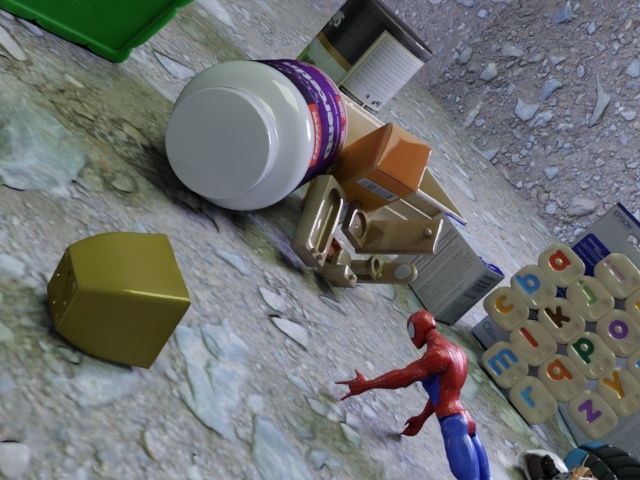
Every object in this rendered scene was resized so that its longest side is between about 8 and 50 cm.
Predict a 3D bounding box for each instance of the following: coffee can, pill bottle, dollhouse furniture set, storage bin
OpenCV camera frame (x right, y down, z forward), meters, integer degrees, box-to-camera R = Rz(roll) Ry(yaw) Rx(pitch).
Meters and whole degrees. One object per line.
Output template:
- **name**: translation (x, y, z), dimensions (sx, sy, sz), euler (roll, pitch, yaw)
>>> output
- **coffee can**: translation (0.059, -0.336, 1.591), dimensions (0.201, 0.275, 0.201), euler (39, 19, -16)
- **pill bottle**: translation (-0.078, -0.142, 1.030), dimensions (0.181, 0.181, 0.323), euler (44, 18, 0)
- **dollhouse furniture set**: translation (0.066, -0.009, 1.056), dimensions (0.151, 0.123, 0.144), euler (52, 49, -45)
- **storage bin**: translation (0.096, -0.122, 1.448), dimensions (0.260, 0.123, 0.262), euler (29, 24, -40)

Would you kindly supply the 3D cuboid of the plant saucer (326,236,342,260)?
- **plant saucer**: translation (0.000, 0.000, 1.155), dimensions (0.083, 0.013, 0.083), euler (40, 19, -17)

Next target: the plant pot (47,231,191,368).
- **plant pot**: translation (-0.164, 0.043, 0.621), dimensions (0.083, 0.081, 0.081), euler (12, 35, -38)

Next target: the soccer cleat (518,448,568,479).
- **soccer cleat**: translation (0.320, 0.347, 1.013), dimensions (0.076, 0.068, 0.196), euler (23, 20, -37)

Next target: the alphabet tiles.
- **alphabet tiles**: translation (0.403, 0.154, 1.254), dimensions (0.278, 0.284, 0.021), euler (53, 5, 21)

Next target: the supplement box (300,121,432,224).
- **supplement box**: translation (0.059, -0.091, 1.152), dimensions (0.080, 0.078, 0.233), euler (29, -21, -21)

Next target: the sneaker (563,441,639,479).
- **sneaker**: translation (0.439, 0.426, 1.058), dimensions (0.341, 0.125, 0.140), euler (59, -4, 45)

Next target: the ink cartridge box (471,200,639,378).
- **ink cartridge box**: translation (0.430, 0.106, 1.329), dimensions (0.165, 0.332, 0.065), euler (54, 21, 22)

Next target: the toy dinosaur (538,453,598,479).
- **toy dinosaur**: translation (0.294, 0.330, 0.810), dimensions (0.322, 0.164, 0.218), euler (28, 28, -47)

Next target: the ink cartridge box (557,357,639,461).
- **ink cartridge box**: translation (0.566, 0.275, 1.292), dimensions (0.091, 0.308, 0.385), euler (34, 21, -25)

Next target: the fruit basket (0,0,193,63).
- **fruit basket**: translation (-0.336, -0.471, 1.028), dimensions (0.392, 0.283, 0.392), euler (41, 31, -31)

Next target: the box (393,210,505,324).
- **box**: translation (0.213, 0.047, 1.326), dimensions (0.072, 0.126, 0.137), euler (21, 30, -48)

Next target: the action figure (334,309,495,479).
- **action figure**: translation (0.115, 0.217, 0.840), dimensions (0.091, 0.139, 0.280), euler (18, 53, -59)
